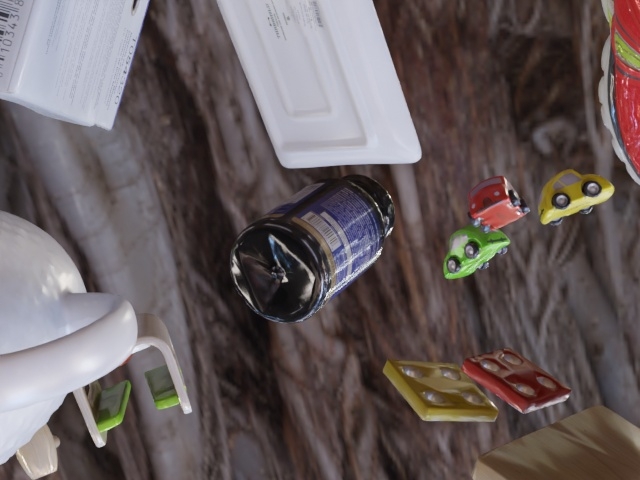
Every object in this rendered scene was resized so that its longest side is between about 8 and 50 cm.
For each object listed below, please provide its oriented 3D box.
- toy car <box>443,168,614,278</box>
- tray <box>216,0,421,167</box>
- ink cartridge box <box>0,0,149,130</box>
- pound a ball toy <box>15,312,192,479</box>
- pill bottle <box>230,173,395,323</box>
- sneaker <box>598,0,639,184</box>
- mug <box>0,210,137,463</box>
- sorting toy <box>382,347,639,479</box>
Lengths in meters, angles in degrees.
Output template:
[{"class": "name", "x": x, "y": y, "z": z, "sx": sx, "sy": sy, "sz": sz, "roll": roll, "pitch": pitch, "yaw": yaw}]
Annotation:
[{"class": "toy car", "x": 0.224, "y": -0.022, "z": 1.665, "sx": 0.239, "sy": 0.225, "sz": 0.053, "roll": -7, "pitch": -114, "yaw": -38}, {"class": "tray", "x": -0.025, "y": -0.170, "z": 1.003, "sx": 0.145, "sy": 0.270, "sz": 0.030, "roll": 0, "pitch": -149, "yaw": 37}, {"class": "ink cartridge box", "x": -0.205, "y": -0.269, "z": 1.155, "sx": 0.071, "sy": 0.324, "sz": 0.330, "roll": 16, "pitch": 180, "yaw": 2}, {"class": "pound a ball toy", "x": -0.283, "y": 0.176, "z": 1.676, "sx": 0.208, "sy": 0.136, "sz": 0.319, "roll": -20, "pitch": -175, "yaw": -6}, {"class": "pill bottle", "x": 0.000, "y": 0.000, "z": 1.518, "sx": 0.122, "sy": 0.123, "sz": 0.219, "roll": 7, "pitch": -157, "yaw": 27}, {"class": "sneaker", "x": 0.227, "y": -0.115, "z": 0.822, "sx": 0.107, "sy": 0.279, "sz": 0.118, "roll": -17, "pitch": -152, "yaw": 8}, {"class": "mug", "x": -0.332, "y": 0.097, "z": 1.153, "sx": 0.374, "sy": 0.276, "sz": 0.328, "roll": -3, "pitch": -169, "yaw": 32}, {"class": "sorting toy", "x": 0.148, "y": 0.142, "z": 0.661, "sx": 0.274, "sy": 0.046, "sz": 0.132, "roll": 33, "pitch": -155, "yaw": 30}]
